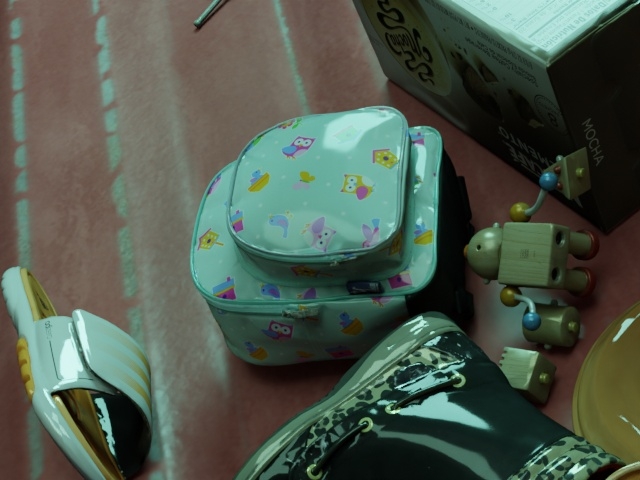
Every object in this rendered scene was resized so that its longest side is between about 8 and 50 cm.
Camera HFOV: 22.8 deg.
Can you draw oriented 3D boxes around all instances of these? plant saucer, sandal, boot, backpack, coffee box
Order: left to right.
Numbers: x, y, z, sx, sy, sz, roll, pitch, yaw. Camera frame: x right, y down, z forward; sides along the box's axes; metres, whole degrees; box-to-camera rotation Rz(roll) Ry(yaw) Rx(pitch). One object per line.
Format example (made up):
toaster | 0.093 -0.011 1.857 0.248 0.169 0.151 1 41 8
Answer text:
sandal | -0.171 0.083 1.152 0.076 0.102 0.265 -32 39 -1
backpack | 0.000 0.000 1.119 0.188 0.144 0.165 -12 49 21
boot | 0.053 0.168 0.965 0.236 0.085 0.179 -45 49 -12
coffee box | 0.145 -0.157 1.180 0.119 0.168 0.297 -36 43 -10
plant saucer | 0.250 0.089 0.974 0.200 0.037 0.200 -15 44 14

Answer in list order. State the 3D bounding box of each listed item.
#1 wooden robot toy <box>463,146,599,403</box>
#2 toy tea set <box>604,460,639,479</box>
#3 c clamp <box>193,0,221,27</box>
wooden robot toy | 0.135 0.020 1.066 0.079 0.076 0.173 4 84 39
toy tea set | 0.300 0.108 0.829 0.336 0.124 0.200 -36 60 -8
c clamp | -0.120 -0.278 1.550 0.137 0.022 0.161 -44 44 -17
